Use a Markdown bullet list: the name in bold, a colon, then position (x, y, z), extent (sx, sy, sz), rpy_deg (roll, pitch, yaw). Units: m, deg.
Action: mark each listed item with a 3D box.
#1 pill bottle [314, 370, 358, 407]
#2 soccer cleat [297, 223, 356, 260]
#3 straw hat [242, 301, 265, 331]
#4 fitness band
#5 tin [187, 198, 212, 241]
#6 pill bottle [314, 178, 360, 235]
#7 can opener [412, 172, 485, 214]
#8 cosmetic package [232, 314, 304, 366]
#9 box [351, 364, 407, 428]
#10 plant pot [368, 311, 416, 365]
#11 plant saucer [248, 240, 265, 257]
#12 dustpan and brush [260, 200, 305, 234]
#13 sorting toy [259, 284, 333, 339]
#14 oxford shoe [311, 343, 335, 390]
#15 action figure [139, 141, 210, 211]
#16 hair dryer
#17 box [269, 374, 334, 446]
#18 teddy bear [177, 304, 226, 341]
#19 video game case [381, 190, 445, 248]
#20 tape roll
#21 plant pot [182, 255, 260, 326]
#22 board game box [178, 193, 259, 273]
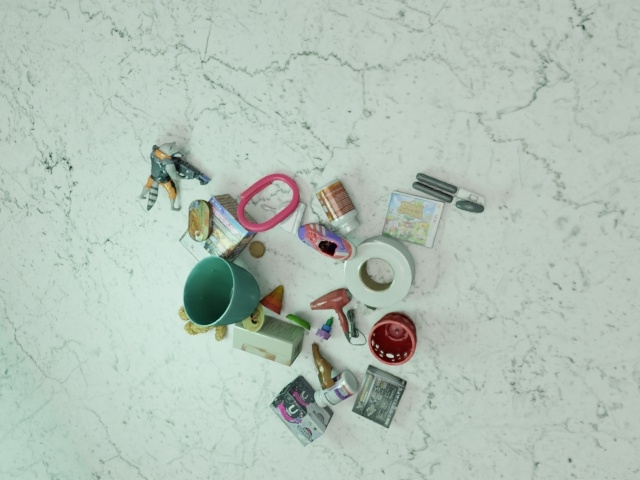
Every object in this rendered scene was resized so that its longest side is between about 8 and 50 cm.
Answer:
- **pill bottle**: position (0.069, 0.682, 1.851), extent (0.193, 0.108, 0.108), rpy_deg (-37, 88, 21)
- **soccer cleat**: position (0.000, 0.000, 1.690), extent (0.318, 0.116, 0.108), rpy_deg (26, 104, 40)
- **straw hat**: position (-0.284, 0.346, 1.837), extent (0.144, 0.061, 0.144), rpy_deg (-13, 67, 34)
- **fitness band**: position (-0.227, -0.163, 1.762), extent (0.291, 0.054, 0.209), rpy_deg (-38, 73, -7)
- **tin**: position (-0.527, -0.087, 1.789), extent (0.106, 0.040, 0.189), rpy_deg (11, 103, 21)
- **pill bottle**: position (0.076, -0.135, 1.687), extent (0.121, 0.121, 0.216), rpy_deg (-28, 90, 21)
- **can opener**: position (0.490, -0.180, 1.556), extent (0.283, 0.095, 0.076), rpy_deg (24, 106, 12)
- **cosmetic package**: position (-0.240, 0.452, 1.883), extent (0.296, 0.153, 0.129), rpy_deg (15, 112, 17)
- **box**: position (0.260, 0.698, 1.819), extent (0.183, 0.056, 0.231), rpy_deg (20, 106, 14)
- **plant pot**: position (0.305, 0.392, 1.683), extent (0.191, 0.174, 0.191), rpy_deg (4, 102, 18)
- **plant saucer**: position (-0.294, 0.041, 1.899), extent (0.083, 0.015, 0.083), rpy_deg (3, 101, 17)
- **dustpan and brush**: position (-0.179, -0.125, 1.815), extent (0.211, 0.060, 0.147), rpy_deg (19, 93, 8)
- **sorting toy**: position (-0.099, 0.318, 1.860), extent (0.366, 0.127, 0.126), rpy_deg (26, 78, 9)
- **oxford shoe**: position (0.012, 0.564, 1.846), extent (0.076, 0.076, 0.212), rpy_deg (-21, 63, 0)
- **action figure**: position (-0.699, -0.291, 1.890), extent (0.341, 0.178, 0.330), rpy_deg (25, 116, 15)
- **hair dryer**: position (0.088, 0.320, 1.777), extent (0.294, 0.080, 0.223), rpy_deg (22, 94, 15)
- **box**: position (-0.084, 0.788, 1.891), extent (0.247, 0.163, 0.142), rpy_deg (47, 112, 5)
- **teddy bear**: position (-0.556, 0.384, 2.001), extent (0.338, 0.113, 0.245), rpy_deg (4, 104, 18)
- **video game case**: position (0.373, -0.086, 1.651), extent (0.212, 0.023, 0.193), rpy_deg (16, 105, 15)
- **tape roll**: position (0.243, 0.128, 1.682), extent (0.286, 0.100, 0.286), rpy_deg (6, 106, 21)
- **plant pot**: position (-0.404, 0.233, 1.766), extent (0.293, 0.235, 0.293), rpy_deg (-10, 71, 30)
- **board game box**: position (-0.461, -0.029, 1.873), extent (0.232, 0.141, 0.291), rpy_deg (45, 110, 5)
